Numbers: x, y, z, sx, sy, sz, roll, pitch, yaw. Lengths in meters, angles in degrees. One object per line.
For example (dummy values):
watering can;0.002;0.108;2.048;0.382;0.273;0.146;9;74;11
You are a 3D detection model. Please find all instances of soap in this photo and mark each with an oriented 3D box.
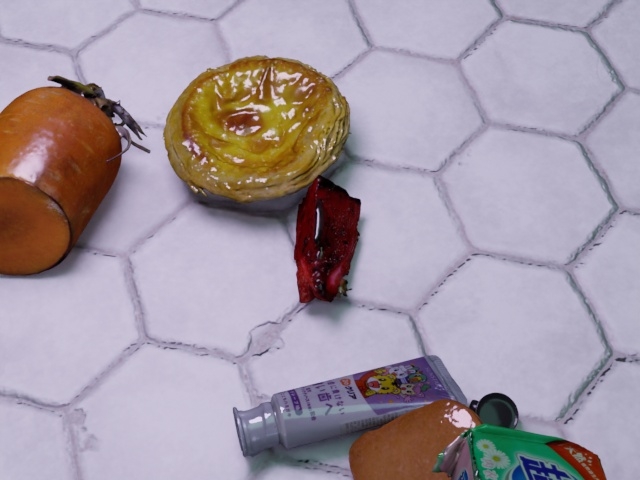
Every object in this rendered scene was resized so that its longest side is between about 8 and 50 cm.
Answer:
soap;0.234;0.322;1.000;0.217;0.098;0.273;13;30;-6

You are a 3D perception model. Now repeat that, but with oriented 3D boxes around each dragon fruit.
dragon fruit;0.018;0.005;1.400;0.092;0.122;0.192;12;53;-11

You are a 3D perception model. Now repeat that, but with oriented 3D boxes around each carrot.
carrot;-0.394;-0.120;1.431;0.214;0.193;0.331;-17;39;40

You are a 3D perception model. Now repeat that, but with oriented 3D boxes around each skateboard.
skateboard;0.217;0.265;1.238;0.067;0.080;0.151;15;59;3

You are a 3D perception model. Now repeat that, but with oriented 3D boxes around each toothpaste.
toothpaste;0.036;0.215;1.280;0.299;0.073;0.114;-13;28;-11

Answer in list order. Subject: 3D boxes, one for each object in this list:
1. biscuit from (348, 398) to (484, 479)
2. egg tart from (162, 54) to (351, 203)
biscuit;0.132;0.298;1.191;0.192;0.036;0.186;-29;59;20
egg tart;-0.096;-0.161;1.512;0.294;0.116;0.295;0;58;0
